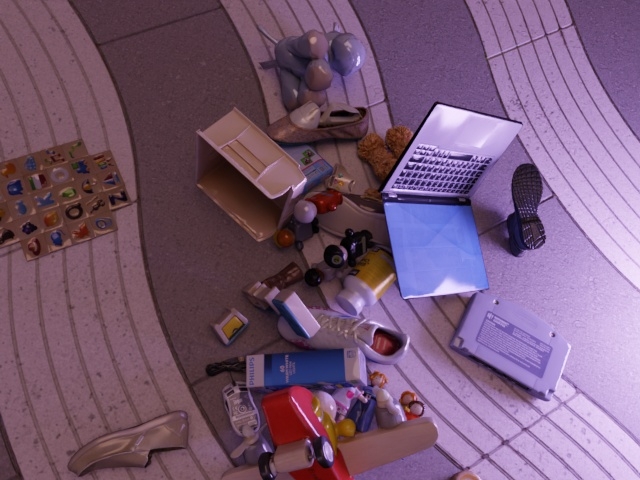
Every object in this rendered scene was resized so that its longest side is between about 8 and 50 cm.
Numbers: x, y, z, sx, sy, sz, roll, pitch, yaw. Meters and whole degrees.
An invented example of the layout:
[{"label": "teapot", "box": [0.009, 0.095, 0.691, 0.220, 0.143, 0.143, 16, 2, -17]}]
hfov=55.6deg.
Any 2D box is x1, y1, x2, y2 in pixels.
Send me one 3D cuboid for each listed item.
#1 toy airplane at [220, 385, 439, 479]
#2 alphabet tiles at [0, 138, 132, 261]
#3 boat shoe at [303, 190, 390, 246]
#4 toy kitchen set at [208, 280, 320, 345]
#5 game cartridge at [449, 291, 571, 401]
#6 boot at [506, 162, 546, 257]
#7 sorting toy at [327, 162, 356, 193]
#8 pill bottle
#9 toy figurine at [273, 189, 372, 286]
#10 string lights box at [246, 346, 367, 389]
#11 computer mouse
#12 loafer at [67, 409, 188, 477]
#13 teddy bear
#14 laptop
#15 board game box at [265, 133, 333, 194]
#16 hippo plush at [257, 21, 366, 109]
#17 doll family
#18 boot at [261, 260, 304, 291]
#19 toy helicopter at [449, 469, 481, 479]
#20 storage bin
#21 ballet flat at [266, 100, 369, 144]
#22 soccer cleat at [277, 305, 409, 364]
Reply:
[{"label": "toy airplane", "box": [0.012, 0.459, 1.320, 0.387, 0.384, 0.272, 15, 36, -14]}, {"label": "alphabet tiles", "box": [-0.680, -0.110, 1.560, 0.343, 0.011, 0.285, -22, 75, -18]}, {"label": "boat shoe", "box": [0.114, -0.069, 1.636, 0.325, 0.116, 0.096, 17, 31, 15]}, {"label": "toy kitchen set", "box": [-0.139, 0.205, 1.449, 0.166, 0.207, 0.122, -46, 117, -22]}, {"label": "game cartridge", "box": [0.509, 0.270, 1.613, 0.294, 0.060, 0.196, 30, 70, 2]}, {"label": "boot", "box": [0.554, -0.080, 1.693, 0.084, 0.161, 0.246, -2, 83, -3]}, {"label": "sorting toy", "box": [0.063, -0.163, 1.708, 0.075, 0.045, 0.083, 21, 66, -10]}, {"label": "pill bottle", "box": [0.124, 0.106, 1.576, 0.103, 0.103, 0.184, 41, 67, 7]}, {"label": "toy figurine", "box": [0.000, 0.000, 1.533, 0.148, 0.209, 0.213, -28, 79, -40]}, {"label": "string lights box", "box": [-0.029, 0.303, 1.409, 0.260, 0.133, 0.076, -7, 69, 9]}, {"label": "computer mouse", "box": [-0.200, 0.375, 1.443, 0.106, 0.042, 0.192, -11, 66, -20]}, {"label": "loafer", "box": [-0.413, 0.461, 1.334, 0.269, 0.102, 0.092, -19, 68, -18]}, {"label": "teddy bear", "box": [0.233, -0.177, 1.707, 0.245, 0.113, 0.337, -1, 69, -9]}, {"label": "laptop", "box": [0.361, -0.089, 1.521, 0.382, 0.407, 0.236, -1, 43, -43]}, {"label": "board game box", "box": [-0.093, -0.217, 1.678, 0.160, 0.039, 0.211, -35, 68, -21]}, {"label": "hippo plush", "box": [-0.002, -0.509, 1.775, 0.237, 0.234, 0.294, -19, 30, -35]}, {"label": "doll family", "box": [0.140, 0.408, 1.471, 0.263, 0.118, 0.163, 23, 71, 19]}, {"label": "boot", "box": [-0.080, 0.119, 1.572, 0.114, 0.037, 0.106, -30, 79, -25]}, {"label": "toy helicopter", "box": [0.240, 0.646, 1.393, 0.355, 0.140, 0.235, -32, 68, -31]}, {"label": "storage bin", "box": [-0.182, -0.154, 1.536, 0.260, 0.262, 0.123, 43, 65, 7]}, {"label": "ballet flat", "box": [0.000, -0.338, 1.695, 0.316, 0.106, 0.107, -10, 51, -29]}, {"label": "soccer cleat", "box": [0.062, 0.222, 1.497, 0.332, 0.143, 0.115, 14, 67, -5]}]
